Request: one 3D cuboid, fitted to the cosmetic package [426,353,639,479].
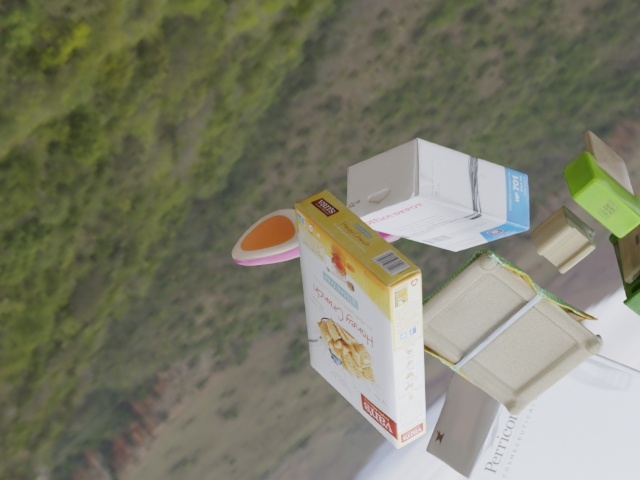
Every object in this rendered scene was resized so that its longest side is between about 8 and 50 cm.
[{"bbox_3d":[0.410,0.287,1.815,0.230,0.453,0.161,-69,-161,0],"label":"cosmetic package"}]

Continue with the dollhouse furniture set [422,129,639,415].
[{"bbox_3d":[0.262,0.035,1.458,0.301,0.197,0.151,-43,-161,28],"label":"dollhouse furniture set"}]

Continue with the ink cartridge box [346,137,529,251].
[{"bbox_3d":[0.147,-0.053,1.572,0.191,0.082,0.140,16,158,-35],"label":"ink cartridge box"}]

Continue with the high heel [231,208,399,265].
[{"bbox_3d":[0.000,0.000,1.756,0.244,0.082,0.117,-26,139,-5],"label":"high heel"}]

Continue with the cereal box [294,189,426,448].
[{"bbox_3d":[0.043,0.086,1.334,0.047,0.173,0.240,-26,133,-24],"label":"cereal box"}]
